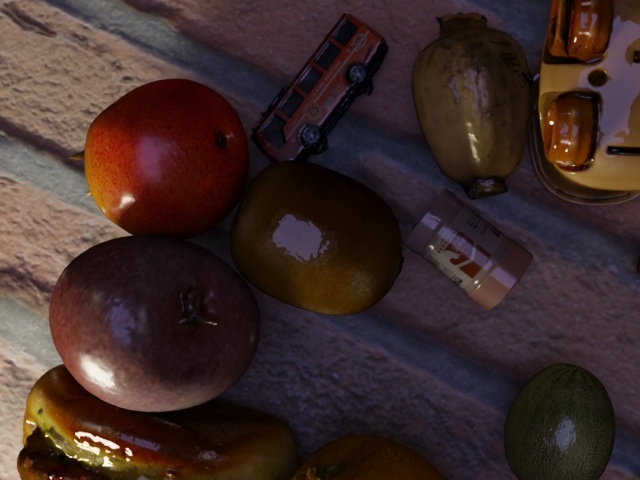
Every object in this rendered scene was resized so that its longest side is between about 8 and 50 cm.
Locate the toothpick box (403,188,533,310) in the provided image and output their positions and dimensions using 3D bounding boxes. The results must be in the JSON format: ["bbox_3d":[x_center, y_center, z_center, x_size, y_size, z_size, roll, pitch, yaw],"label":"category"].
[{"bbox_3d":[0.198,0.012,1.010,0.149,0.098,0.098,38,96,5],"label":"toothpick box"}]

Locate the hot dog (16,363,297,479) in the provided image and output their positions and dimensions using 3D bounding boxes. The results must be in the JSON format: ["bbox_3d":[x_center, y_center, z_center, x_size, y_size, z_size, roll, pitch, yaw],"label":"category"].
[{"bbox_3d":[-0.240,0.303,1.017,0.405,0.223,0.185,13,91,6],"label":"hot dog"}]

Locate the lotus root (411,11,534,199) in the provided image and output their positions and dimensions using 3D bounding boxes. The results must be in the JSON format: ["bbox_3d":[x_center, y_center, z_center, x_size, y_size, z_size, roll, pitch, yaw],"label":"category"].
[{"bbox_3d":[0.204,-0.185,0.982,0.154,0.140,0.257,-11,93,15],"label":"lotus root"}]

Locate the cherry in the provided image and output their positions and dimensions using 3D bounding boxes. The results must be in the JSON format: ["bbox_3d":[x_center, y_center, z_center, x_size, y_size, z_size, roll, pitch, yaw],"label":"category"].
[{"bbox_3d":[-0.221,0.104,0.961,0.261,0.307,0.221,21,80,-35],"label":"cherry"}]

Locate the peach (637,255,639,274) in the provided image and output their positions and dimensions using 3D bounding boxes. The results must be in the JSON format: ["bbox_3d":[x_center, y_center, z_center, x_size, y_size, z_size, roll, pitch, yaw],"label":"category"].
[{"bbox_3d":[0.471,0.034,0.999,0.083,0.050,0.077,-25,65,-2],"label":"peach"}]

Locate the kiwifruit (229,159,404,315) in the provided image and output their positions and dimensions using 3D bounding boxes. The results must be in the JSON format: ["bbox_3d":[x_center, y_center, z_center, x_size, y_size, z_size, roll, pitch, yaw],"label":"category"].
[{"bbox_3d":[0.000,0.000,0.987,0.234,0.196,0.196,17,94,-11],"label":"kiwifruit"}]

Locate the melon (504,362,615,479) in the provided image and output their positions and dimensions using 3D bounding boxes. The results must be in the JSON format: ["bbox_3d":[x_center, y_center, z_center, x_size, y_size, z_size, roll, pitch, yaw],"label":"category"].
[{"bbox_3d":[0.314,0.259,0.985,0.139,0.139,0.192,15,97,7],"label":"melon"}]

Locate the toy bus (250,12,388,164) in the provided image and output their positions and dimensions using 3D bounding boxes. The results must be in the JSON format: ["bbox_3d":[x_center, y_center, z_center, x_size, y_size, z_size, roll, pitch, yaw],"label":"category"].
[{"bbox_3d":[0.000,-0.201,1.046,0.096,0.073,0.235,41,96,13],"label":"toy bus"}]

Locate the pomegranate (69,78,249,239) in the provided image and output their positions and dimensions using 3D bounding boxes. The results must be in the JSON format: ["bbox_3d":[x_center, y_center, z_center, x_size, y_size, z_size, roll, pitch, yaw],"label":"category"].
[{"bbox_3d":[-0.219,-0.106,1.010,0.257,0.221,0.221,2,93,32],"label":"pomegranate"}]

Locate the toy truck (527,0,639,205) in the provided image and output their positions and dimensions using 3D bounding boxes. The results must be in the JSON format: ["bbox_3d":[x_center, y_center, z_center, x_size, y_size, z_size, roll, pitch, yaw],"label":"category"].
[{"bbox_3d":[0.372,-0.182,0.926,0.204,0.211,0.288,3,96,7],"label":"toy truck"}]

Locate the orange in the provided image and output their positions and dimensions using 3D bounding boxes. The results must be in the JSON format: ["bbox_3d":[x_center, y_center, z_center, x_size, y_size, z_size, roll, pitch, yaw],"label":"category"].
[{"bbox_3d":[0.062,0.392,0.958,0.274,0.274,0.274,0,92,7],"label":"orange"}]
